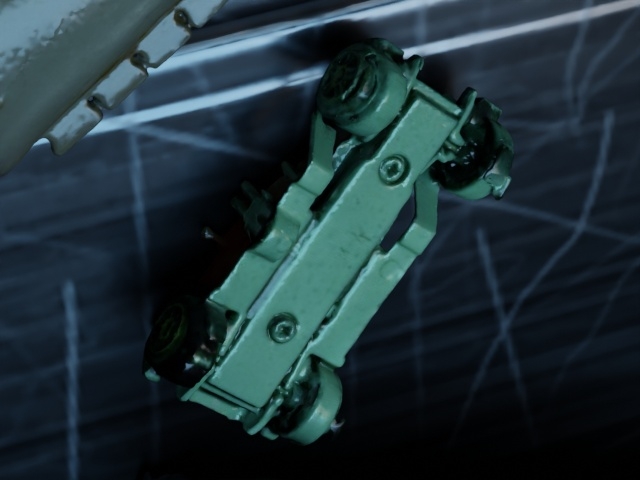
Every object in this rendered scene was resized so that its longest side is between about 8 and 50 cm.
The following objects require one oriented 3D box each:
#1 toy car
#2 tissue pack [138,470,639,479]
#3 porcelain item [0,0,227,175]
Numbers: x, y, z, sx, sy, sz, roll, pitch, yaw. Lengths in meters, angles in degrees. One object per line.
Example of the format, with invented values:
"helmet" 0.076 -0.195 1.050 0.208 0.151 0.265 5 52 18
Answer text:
"toy car" 0.000 0.000 0.652 0.073 0.054 0.143 28 101 -31
"tissue pack" 0.103 0.219 0.735 0.361 0.122 0.259 1 98 -21
"porcelain item" -0.035 -0.110 0.578 0.213 0.054 0.084 -36 126 2
